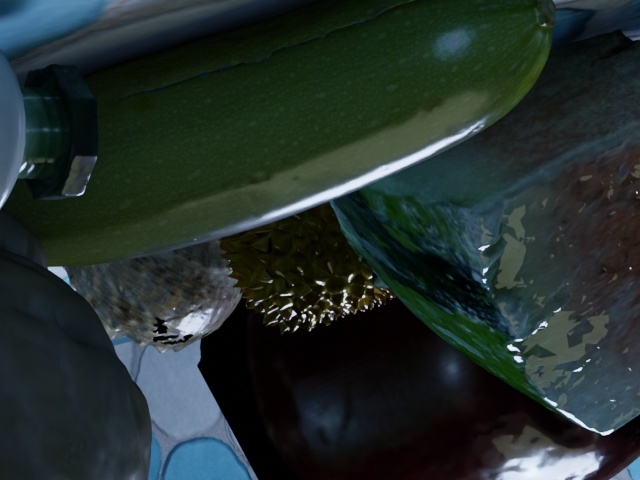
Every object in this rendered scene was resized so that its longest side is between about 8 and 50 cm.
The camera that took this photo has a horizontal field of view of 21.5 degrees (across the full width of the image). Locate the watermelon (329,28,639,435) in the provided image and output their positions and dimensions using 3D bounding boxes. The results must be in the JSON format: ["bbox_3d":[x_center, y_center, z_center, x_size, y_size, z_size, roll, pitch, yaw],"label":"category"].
[{"bbox_3d":[0.158,-0.005,1.041,0.302,0.151,0.264,-25,135,14],"label":"watermelon"}]

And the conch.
[{"bbox_3d":[-0.116,0.011,1.359,0.207,0.130,0.155,-37,-153,7],"label":"conch"}]

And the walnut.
[{"bbox_3d":[-0.173,0.079,0.679,0.224,0.224,0.224,-15,176,-1],"label":"walnut"}]

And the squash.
[{"bbox_3d":[-0.057,-0.044,0.744,0.341,0.094,0.094,-18,175,15],"label":"squash"}]

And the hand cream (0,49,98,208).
[{"bbox_3d":[-0.229,-0.033,0.534,0.336,0.076,0.121,-3,168,-36],"label":"hand cream"}]

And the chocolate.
[{"bbox_3d":[0.135,0.074,1.496,0.383,0.384,0.331,-11,159,-40],"label":"chocolate"}]

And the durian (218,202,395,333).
[{"bbox_3d":[0.000,0.000,1.223,0.168,0.137,0.158,-7,-162,11],"label":"durian"}]
